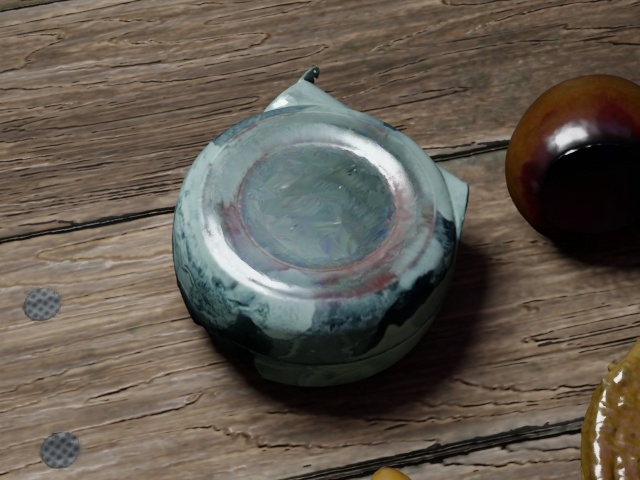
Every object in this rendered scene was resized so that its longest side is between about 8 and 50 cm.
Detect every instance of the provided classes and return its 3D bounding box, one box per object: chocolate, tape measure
[{"bbox_3d":[0.256,-0.079,1.386,0.177,0.176,0.176,-1,57,1],"label":"chocolate"},{"bbox_3d":[0.000,0.000,1.339,0.256,0.147,0.275,34,61,19],"label":"tape measure"}]

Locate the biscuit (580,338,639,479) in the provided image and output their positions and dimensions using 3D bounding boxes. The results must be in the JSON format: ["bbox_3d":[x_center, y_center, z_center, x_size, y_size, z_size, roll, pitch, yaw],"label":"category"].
[{"bbox_3d":[0.360,0.188,1.244,0.296,0.075,0.296,0,62,0],"label":"biscuit"}]

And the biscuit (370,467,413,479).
[{"bbox_3d":[0.047,0.280,1.178,0.164,0.047,0.208,40,46,22],"label":"biscuit"}]
